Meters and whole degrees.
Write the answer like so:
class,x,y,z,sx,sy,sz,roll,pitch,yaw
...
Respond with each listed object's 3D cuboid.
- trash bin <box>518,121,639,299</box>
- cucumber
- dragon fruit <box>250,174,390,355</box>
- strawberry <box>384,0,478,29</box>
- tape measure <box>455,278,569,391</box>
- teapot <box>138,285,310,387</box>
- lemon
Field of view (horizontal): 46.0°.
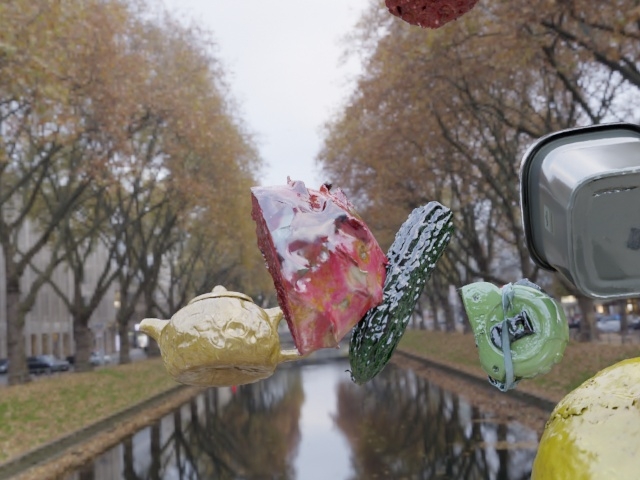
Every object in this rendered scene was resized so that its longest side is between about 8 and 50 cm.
class,x,y,z,sx,sy,sz,roll,pitch,yaw
trash bin,0.399,-0.037,1.029,0.219,0.219,0.250,-8,13,7
cucumber,0.102,0.069,1.017,0.077,0.265,0.077,26,-22,11
dragon fruit,0.005,-0.007,0.966,0.161,0.274,0.126,-12,-35,-12
strawberry,0.195,-0.384,1.152,0.190,0.111,0.236,-10,12,-33
tape measure,0.308,0.141,1.181,0.154,0.177,0.087,-20,-22,22
teapot,-0.160,0.155,1.306,0.311,0.167,0.203,-5,-25,0
lemon,0.324,0.244,0.685,0.258,0.258,0.310,-5,-49,10
